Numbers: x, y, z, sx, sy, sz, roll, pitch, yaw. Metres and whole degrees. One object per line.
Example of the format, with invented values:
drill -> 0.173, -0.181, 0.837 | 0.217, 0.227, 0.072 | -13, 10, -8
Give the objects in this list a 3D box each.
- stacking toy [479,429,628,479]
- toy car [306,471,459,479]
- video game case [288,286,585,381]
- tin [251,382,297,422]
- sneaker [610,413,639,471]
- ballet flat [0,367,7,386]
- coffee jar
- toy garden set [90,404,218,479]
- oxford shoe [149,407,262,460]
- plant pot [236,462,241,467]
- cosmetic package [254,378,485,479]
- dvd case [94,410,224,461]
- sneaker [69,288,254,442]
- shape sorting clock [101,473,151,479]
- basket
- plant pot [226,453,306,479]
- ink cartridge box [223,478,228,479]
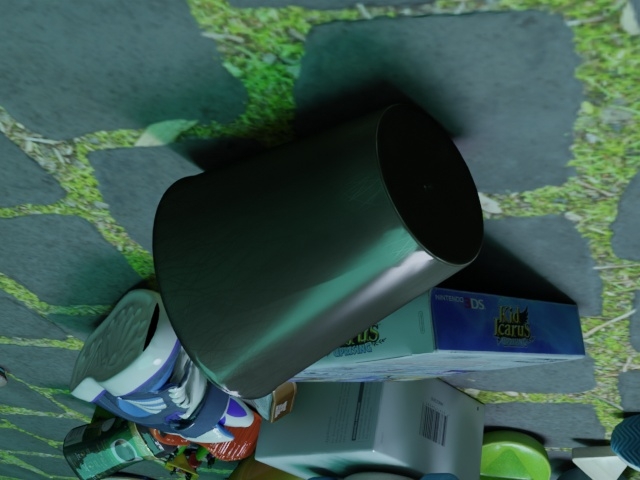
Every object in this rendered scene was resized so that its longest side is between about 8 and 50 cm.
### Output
stacking toy -> 0.364, 0.380, 1.392 | 0.309, 0.130, 0.279 | 1, 125, 12
toy car -> 0.095, 0.432, 1.086 | 0.219, 0.238, 0.210 | -13, 145, 34
video game case -> 0.091, 0.102, 0.862 | 0.244, 0.061, 0.269 | -17, 162, 40
tin -> -0.077, 0.174, 1.105 | 0.040, 0.106, 0.190 | -27, 159, -18
sneaker -> 0.502, 0.284, 1.128 | 0.228, 0.087, 0.092 | 3, 154, 17
ballet flat -> -0.693, 0.242, 1.439 | 0.316, 0.106, 0.107 | 10, 153, 1
coffee jar -> -0.331, 0.336, 1.436 | 0.184, 0.079, 0.096 | -21, 110, 15
toy garden set -> -0.308, 0.385, 1.572 | 0.244, 0.049, 0.204 | 18, 149, -11
oxford shoe -> -0.189, 0.289, 1.403 | 0.098, 0.097, 0.271 | 30, 178, 42
plant pot -> -0.089, 0.600, 1.659 | 0.235, 0.267, 0.267 | 22, 162, -3
cosmetic package -> 0.071, 0.269, 1.193 | 0.224, 0.138, 0.224 | -16, 143, 43
dvd case -> -0.298, 0.376, 1.641 | 0.179, 0.029, 0.239 | -2, 151, 21
sneaker -> -0.169, 0.174, 1.097 | 0.236, 0.130, 0.323 | 24, 151, -23
shape sorting clock -> -0.477, 0.636, 2.187 | 0.206, 0.040, 0.206 | 8, 153, 4
basket -> 0.000, 0.000, 0.675 | 0.227, 0.204, 0.154 | -25, 166, 37
plant pot -> -0.011, 0.436, 1.449 | 0.254, 0.254, 0.239 | 22, 135, -21
ink cartridge box -> -0.010, 0.623, 1.972 | 0.330, 0.071, 0.324 | -12, 145, 38
